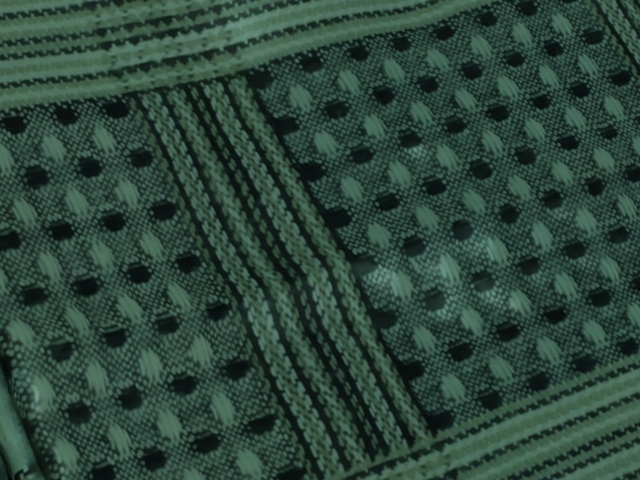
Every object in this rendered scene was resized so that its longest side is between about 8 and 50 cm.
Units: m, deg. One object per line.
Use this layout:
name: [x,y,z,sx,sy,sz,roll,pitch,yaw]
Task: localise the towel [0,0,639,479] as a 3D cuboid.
towel: [0.000,0.000,0.489,0.324,0.056,0.312,-14,72,-30]
